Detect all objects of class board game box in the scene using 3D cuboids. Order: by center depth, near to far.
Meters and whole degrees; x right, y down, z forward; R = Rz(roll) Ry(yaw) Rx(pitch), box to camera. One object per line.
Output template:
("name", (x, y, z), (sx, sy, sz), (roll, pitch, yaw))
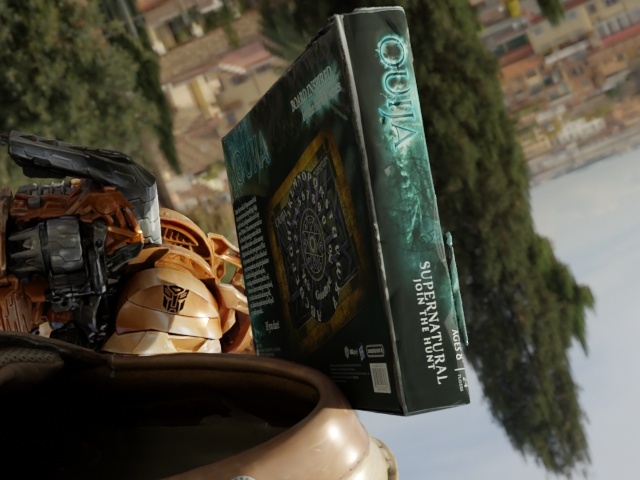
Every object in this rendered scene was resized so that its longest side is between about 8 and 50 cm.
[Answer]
("board game box", (0.000, 0.000, 0.404), (0.026, 0.126, 0.186), (-8, 176, -17))

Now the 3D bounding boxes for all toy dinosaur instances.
("toy dinosaur", (-0.108, 0.057, 0.546), (0.164, 0.322, 0.218), (-70, -175, -62))

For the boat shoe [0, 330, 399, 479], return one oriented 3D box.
("boat shoe", (-0.122, 0.088, 0.413), (0.324, 0.116, 0.123), (-3, -148, 16))
